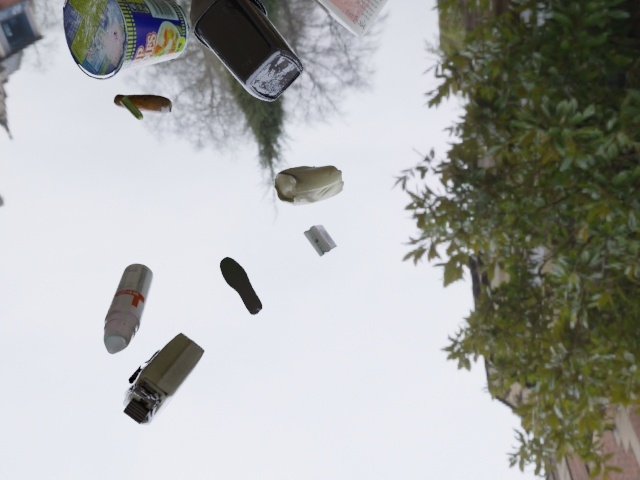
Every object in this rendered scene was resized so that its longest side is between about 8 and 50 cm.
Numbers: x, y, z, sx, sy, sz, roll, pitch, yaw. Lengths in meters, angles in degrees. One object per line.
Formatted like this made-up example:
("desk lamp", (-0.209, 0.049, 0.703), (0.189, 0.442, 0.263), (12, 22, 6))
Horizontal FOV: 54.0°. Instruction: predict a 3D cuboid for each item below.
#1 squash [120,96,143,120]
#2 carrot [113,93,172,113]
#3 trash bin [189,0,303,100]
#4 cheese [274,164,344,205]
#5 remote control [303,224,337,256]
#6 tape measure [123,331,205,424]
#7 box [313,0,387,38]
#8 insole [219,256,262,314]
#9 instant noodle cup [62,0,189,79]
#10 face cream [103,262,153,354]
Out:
("squash", (-0.565, -0.394, 1.889), (0.027, 0.083, 0.027), (-44, 180, 0))
("carrot", (-0.550, -0.425, 1.938), (0.186, 0.060, 0.060), (7, -147, 4))
("trash bin", (-0.191, -0.510, 1.593), (0.182, 0.209, 0.290), (-41, -106, 13))
("cheese", (-0.040, -0.215, 2.358), (0.233, 0.127, 0.266), (-18, -162, -29))
("remote control", (0.000, 0.000, 2.198), (0.055, 0.103, 0.277), (-36, 178, 6))
("tape measure", (-0.452, 0.393, 1.700), (0.133, 0.231, 0.271), (37, -151, -4))
("box", (0.045, -0.501, 1.197), (0.141, 0.201, 0.058), (-54, -133, 9))
("insole", (-0.213, 0.123, 1.694), (0.064, 0.188, 0.004), (-38, -158, -24))
("instant noodle cup", (-0.587, -0.658, 1.962), (0.284, 0.284, 0.312), (10, -158, 30))
("face cream", (-0.562, 0.192, 1.832), (0.102, 0.102, 0.345), (-11, -152, 0))
